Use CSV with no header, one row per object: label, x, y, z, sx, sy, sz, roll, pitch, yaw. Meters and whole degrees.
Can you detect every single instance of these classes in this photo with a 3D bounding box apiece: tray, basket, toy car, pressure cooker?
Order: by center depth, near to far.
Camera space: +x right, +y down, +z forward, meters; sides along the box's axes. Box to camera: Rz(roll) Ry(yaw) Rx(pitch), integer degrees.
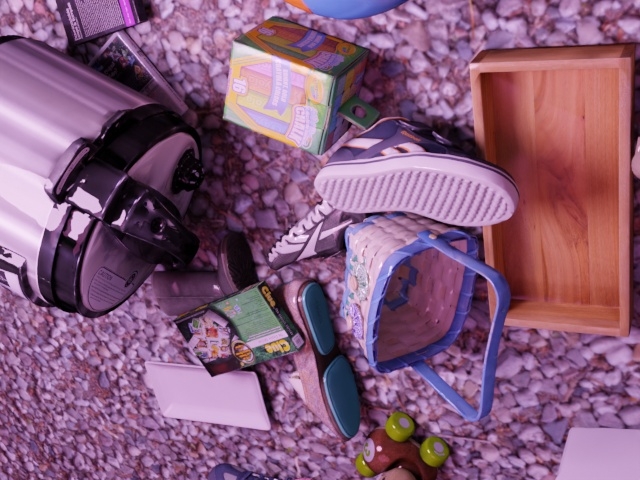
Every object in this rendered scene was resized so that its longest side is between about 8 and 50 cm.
tray,0.333,-0.063,1.186,0.202,0.076,0.411,3,120,25
basket,0.159,0.102,1.257,0.289,0.201,0.255,33,132,42
pressure cooker,-0.384,-0.087,1.325,0.420,0.370,0.376,28,124,9
toy car,0.123,0.436,1.511,0.149,0.188,0.155,35,127,5
tray,-0.226,0.309,1.716,0.270,0.030,0.145,1,117,27

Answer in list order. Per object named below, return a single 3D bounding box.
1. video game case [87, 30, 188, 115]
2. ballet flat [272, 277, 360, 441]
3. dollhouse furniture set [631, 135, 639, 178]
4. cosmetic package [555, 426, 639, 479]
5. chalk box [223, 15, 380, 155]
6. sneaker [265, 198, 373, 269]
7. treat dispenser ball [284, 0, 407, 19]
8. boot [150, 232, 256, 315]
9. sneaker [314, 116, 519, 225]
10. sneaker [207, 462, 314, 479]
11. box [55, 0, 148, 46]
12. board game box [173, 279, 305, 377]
video game case,-0.339,-0.242,1.457,0.190,0.022,0.173,-34,99,38
ballet flat,-0.014,0.214,1.514,0.106,0.107,0.316,-7,104,34
dollhouse furniture set,0.521,-0.142,0.942,0.303,0.174,0.356,13,114,22
cosmetic package,0.538,0.544,1.274,0.327,0.329,0.394,-3,117,30
chalk box,-0.015,-0.221,1.234,0.213,0.132,0.132,21,125,13
sneaker,0.000,0.000,1.388,0.106,0.078,0.234,47,126,-2
treat dispenser ball,0.031,-0.411,0.999,0.288,0.288,0.288,13,123,20
boot,-0.221,0.067,1.554,0.208,0.076,0.190,7,120,31
sneaker,0.142,-0.107,1.188,0.321,0.127,0.126,9,145,39
sneaker,-0.077,0.521,1.733,0.318,0.112,0.131,25,109,8
box,-0.362,-0.391,1.364,0.162,0.029,0.116,-8,102,30
board game box,-0.151,0.164,1.506,0.259,0.030,0.136,-22,101,44
